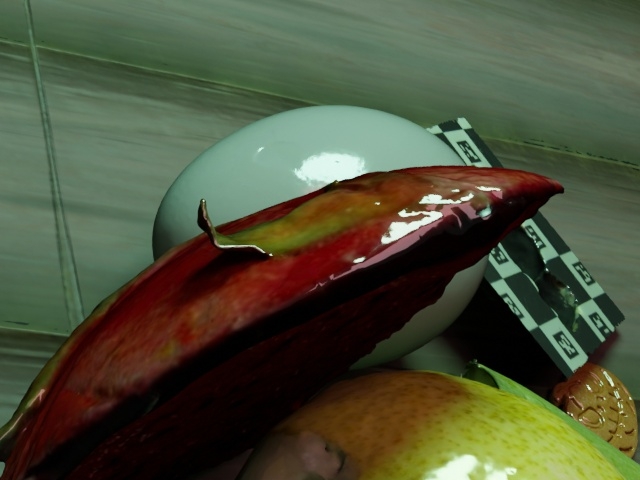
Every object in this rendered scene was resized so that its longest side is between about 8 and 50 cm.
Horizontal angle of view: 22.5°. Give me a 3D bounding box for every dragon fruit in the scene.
[{"bbox_3d":[-0.060,0.052,0.827,0.282,0.343,0.100,-24,77,-48],"label":"dragon fruit"}]

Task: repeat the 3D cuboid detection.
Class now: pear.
[{"bbox_3d":[0.061,0.204,0.845,0.271,0.271,0.271,21,44,-22],"label":"pear"}]

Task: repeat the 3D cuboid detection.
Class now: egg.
[{"bbox_3d":[0.000,0.000,1.053,0.232,0.176,0.176,-8,60,-32],"label":"egg"}]

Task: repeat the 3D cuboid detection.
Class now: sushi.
[{"bbox_3d":[0.128,0.012,1.235,0.215,0.050,0.192,52,25,6],"label":"sushi"}]

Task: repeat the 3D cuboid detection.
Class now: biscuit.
[{"bbox_3d":[0.208,0.129,1.220,0.078,0.015,0.091,25,43,-18],"label":"biscuit"}]

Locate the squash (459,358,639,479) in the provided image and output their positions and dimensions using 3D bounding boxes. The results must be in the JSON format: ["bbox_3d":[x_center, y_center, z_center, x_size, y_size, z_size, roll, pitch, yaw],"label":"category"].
[{"bbox_3d":[0.175,0.187,1.089,0.287,0.137,0.137,28,41,-33],"label":"squash"}]
